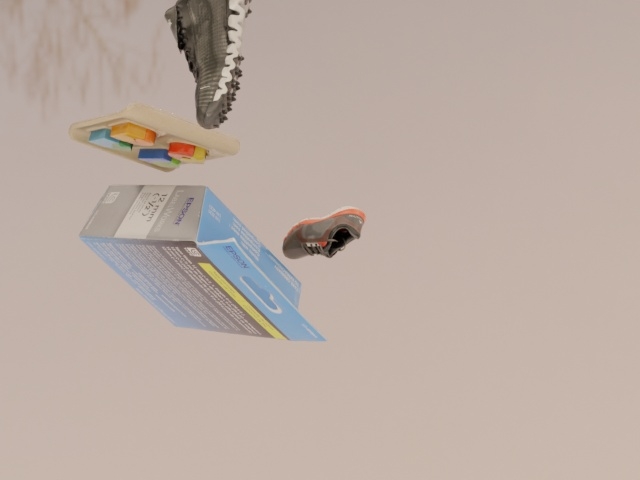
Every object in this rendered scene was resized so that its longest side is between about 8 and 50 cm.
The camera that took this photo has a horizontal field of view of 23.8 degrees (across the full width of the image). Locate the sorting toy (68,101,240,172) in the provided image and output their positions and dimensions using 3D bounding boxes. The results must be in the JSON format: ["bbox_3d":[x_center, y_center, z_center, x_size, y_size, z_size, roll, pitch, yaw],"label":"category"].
[{"bbox_3d":[-0.250,-0.144,2.253,0.193,0.038,0.208,19,163,-32],"label":"sorting toy"}]

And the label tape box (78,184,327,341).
[{"bbox_3d":[-0.158,0.032,2.270,0.348,0.249,0.115,1,-126,44],"label":"label tape box"}]

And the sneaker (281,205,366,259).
[{"bbox_3d":[0.000,0.000,2.394,0.158,0.061,0.064,-28,-140,31],"label":"sneaker"}]

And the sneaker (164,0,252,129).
[{"bbox_3d":[-0.145,-0.247,1.880,0.106,0.234,0.078,8,161,1],"label":"sneaker"}]
